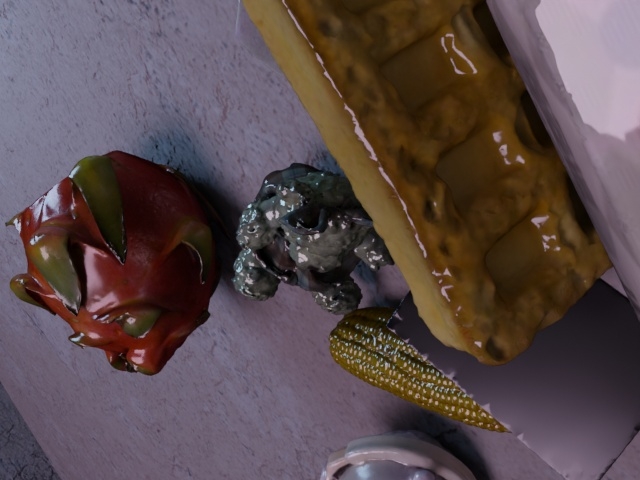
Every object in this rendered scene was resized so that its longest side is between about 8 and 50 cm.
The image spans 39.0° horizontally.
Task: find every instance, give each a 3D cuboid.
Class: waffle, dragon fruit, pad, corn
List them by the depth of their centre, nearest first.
[{"bbox_3d":[0.077,-0.082,0.513,0.274,0.168,0.057,60,153,-13],"label":"waffle"},{"bbox_3d":[0.150,0.070,0.644,0.190,0.004,0.127,40,107,22],"label":"pad"},{"bbox_3d":[0.091,0.101,0.754,0.231,0.080,0.080,11,129,48],"label":"corn"},{"bbox_3d":[-0.206,0.020,0.947,0.227,0.224,0.224,50,149,-2],"label":"dragon fruit"}]

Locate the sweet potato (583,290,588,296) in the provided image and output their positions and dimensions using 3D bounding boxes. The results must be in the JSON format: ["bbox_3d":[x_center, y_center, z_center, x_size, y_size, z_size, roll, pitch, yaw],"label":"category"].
[{"bbox_3d":[0.145,-0.013,0.613,0.117,0.049,0.049,64,149,6],"label":"sweet potato"}]

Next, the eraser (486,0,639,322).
[{"bbox_3d":[0.218,-0.026,0.430,0.213,0.082,0.397,-20,105,38],"label":"eraser"}]

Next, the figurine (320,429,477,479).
[{"bbox_3d":[0.077,0.262,0.902,0.162,0.141,0.237,16,138,5],"label":"figurine"}]

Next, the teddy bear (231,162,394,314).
[{"bbox_3d":[0.001,-0.016,0.742,0.133,0.111,0.213,10,158,-8],"label":"teddy bear"}]

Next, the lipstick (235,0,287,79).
[{"bbox_3d":[0.003,-0.240,0.548,0.066,0.068,0.317,41,146,19],"label":"lipstick"}]
